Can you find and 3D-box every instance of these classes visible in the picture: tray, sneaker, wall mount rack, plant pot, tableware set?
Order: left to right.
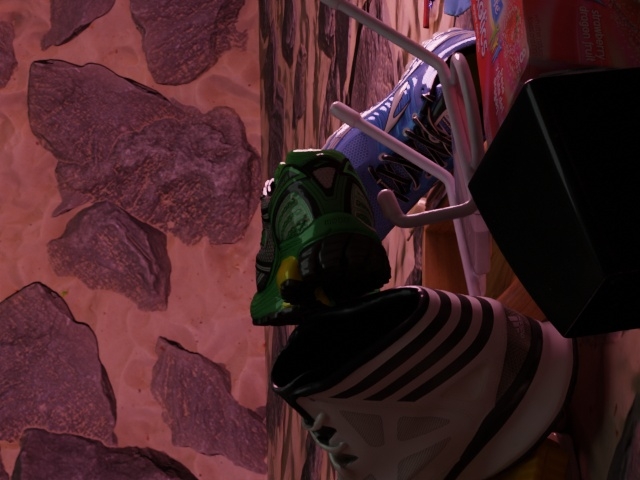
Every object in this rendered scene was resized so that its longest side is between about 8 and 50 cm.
[{"bbox_3d":[0.000,0.000,1.969,0.343,0.134,0.146,123,141,-73],"label":"sneaker"},{"bbox_3d":[0.034,0.199,1.981,0.447,0.257,0.169,-55,22,32],"label":"sneaker"},{"bbox_3d":[0.088,-0.089,1.986,0.350,0.130,0.304,82,177,-57],"label":"wall mount rack"},{"bbox_3d":[0.109,-0.122,2.279,0.330,0.130,0.147,-54,16,-14],"label":"sneaker"},{"bbox_3d":[0.149,-0.076,2.395,0.141,0.020,0.168,-60,5,-29],"label":"tableware set"},{"bbox_3d":[0.195,0.015,2.175,0.411,0.076,0.203,120,152,-69],"label":"tray"},{"bbox_3d":[0.251,-0.025,1.628,0.188,0.187,0.167,113,146,-60],"label":"plant pot"}]

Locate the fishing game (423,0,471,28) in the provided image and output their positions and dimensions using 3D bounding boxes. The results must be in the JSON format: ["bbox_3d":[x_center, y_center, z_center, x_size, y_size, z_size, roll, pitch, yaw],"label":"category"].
[{"bbox_3d":[0.189,-0.369,2.468,0.264,0.041,0.189,145,129,-66],"label":"fishing game"}]

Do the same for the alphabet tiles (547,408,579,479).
[{"bbox_3d":[0.189,0.270,2.079,0.284,0.021,0.278,121,150,-46],"label":"alphabet tiles"}]

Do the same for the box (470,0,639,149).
[{"bbox_3d":[0.233,-0.230,1.854,0.142,0.154,0.300,109,164,-52],"label":"box"}]

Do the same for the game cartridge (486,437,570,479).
[{"bbox_3d":[0.133,0.362,1.990,0.285,0.053,0.323,-30,44,61],"label":"game cartridge"}]

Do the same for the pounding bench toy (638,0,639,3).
[{"bbox_3d":[0.308,-0.229,1.710,0.065,0.052,0.083,114,158,-60],"label":"pounding bench toy"}]
